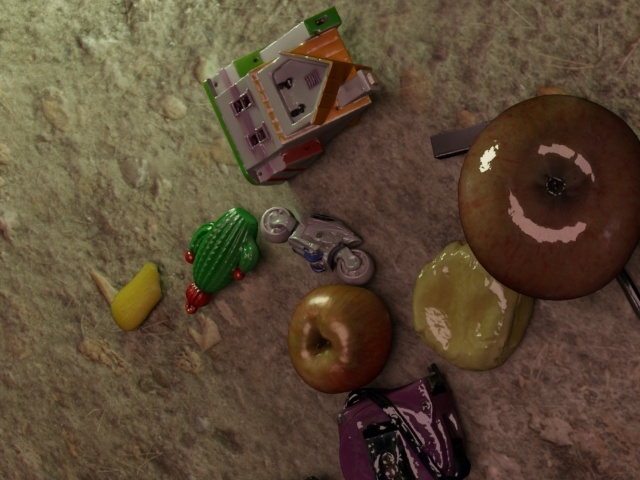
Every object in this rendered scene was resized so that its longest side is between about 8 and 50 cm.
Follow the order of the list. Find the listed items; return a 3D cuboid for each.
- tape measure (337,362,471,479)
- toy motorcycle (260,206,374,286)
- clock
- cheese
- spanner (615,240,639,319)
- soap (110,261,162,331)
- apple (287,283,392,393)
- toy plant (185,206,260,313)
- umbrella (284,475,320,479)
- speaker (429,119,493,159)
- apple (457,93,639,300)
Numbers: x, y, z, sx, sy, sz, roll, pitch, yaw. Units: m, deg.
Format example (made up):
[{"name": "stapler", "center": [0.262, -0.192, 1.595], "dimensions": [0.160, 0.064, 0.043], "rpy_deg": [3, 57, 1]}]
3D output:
[{"name": "tape measure", "center": [0.146, 0.373, 1.926], "dimensions": [0.232, 0.149, 0.245], "rpy_deg": [-26, 80, 22]}, {"name": "toy motorcycle", "center": [0.000, 0.000, 2.028], "dimensions": [0.254, 0.112, 0.112], "rpy_deg": [30, 103, 21]}, {"name": "clock", "center": [-0.033, -0.276, 1.994], "dimensions": [0.310, 0.166, 0.235], "rpy_deg": [-30, 78, 30]}, {"name": "cheese", "center": [0.266, 0.119, 1.888], "dimensions": [0.214, 0.117, 0.225], "rpy_deg": [27, 107, 28]}, {"name": "spanner", "center": [0.601, 0.148, 1.768], "dimensions": [0.096, 0.040, 0.324], "rpy_deg": [-36, 75, 21]}, {"name": "soap", "center": [-0.386, 0.122, 2.236], "dimensions": [0.168, 0.033, 0.089], "rpy_deg": [-44, 76, 19]}, {"name": "apple", "center": [0.038, 0.181, 1.967], "dimensions": [0.210, 0.164, 0.209], "rpy_deg": [2, 94, 30]}, {"name": "toy plant", "center": [-0.213, 0.033, 2.128], "dimensions": [0.240, 0.088, 0.154], "rpy_deg": [-35, 64, 33]}, {"name": "umbrella", "center": [0.041, 0.562, 1.996], "dimensions": [0.337, 0.128, 0.154], "rpy_deg": [22, 96, 20]}, {"name": "speaker", "center": [0.298, -0.192, 1.905], "dimensions": [0.191, 0.040, 0.046], "rpy_deg": [-12, 83, 25]}, {"name": "apple", "center": [0.385, -0.075, 1.710], "dimensions": [0.345, 0.269, 0.344], "rpy_deg": [0, 86, -7]}]
